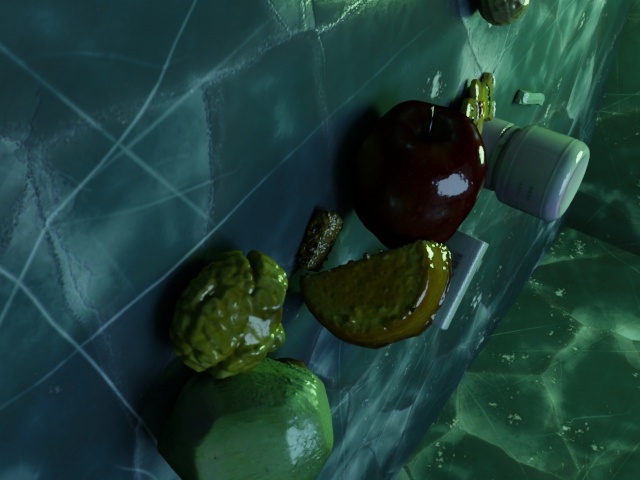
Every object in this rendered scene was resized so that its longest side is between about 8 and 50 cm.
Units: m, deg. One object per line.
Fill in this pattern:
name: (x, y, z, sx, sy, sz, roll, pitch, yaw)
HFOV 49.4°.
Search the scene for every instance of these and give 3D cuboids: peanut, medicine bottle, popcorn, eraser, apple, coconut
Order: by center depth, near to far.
popcorn: (-0.156, 0.128, 1.201, 0.203, 0.200, 0.225, 123, -29, -67)
coconut: (-0.143, 0.345, 1.273, 0.328, 0.329, 0.281, -25, 107, -52)
apple: (0.207, -0.136, 1.495, 0.288, 0.288, 0.316, -40, 156, -40)
peanut: (0.414, -0.594, 1.600, 0.120, 0.136, 0.298, -59, 153, -2)
eraser: (0.333, 0.093, 1.955, 0.095, 0.174, 0.270, 12, 104, -62)
medicine bottle: (0.608, -0.225, 2.095, 0.256, 0.325, 0.256, -41, 146, -37)

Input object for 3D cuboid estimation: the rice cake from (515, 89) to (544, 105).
rice cake: (0.720, -0.487, 2.382, 0.245, 0.042, 0.045, -16, 125, -57)

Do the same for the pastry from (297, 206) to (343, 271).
pastry: (0.000, 0.000, 1.483, 0.080, 0.056, 0.140, 15, 107, -57)

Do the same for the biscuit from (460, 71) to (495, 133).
biscuit: (0.437, -0.369, 1.908, 0.240, 0.035, 0.158, -44, 130, -49)

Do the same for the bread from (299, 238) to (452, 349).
bread: (0.128, 0.130, 1.493, 0.194, 0.340, 0.178, 39, 36, -67)

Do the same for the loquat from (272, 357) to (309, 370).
loquat: (-0.084, 0.332, 1.539, 0.163, 0.137, 0.163, -61, -176, 8)
